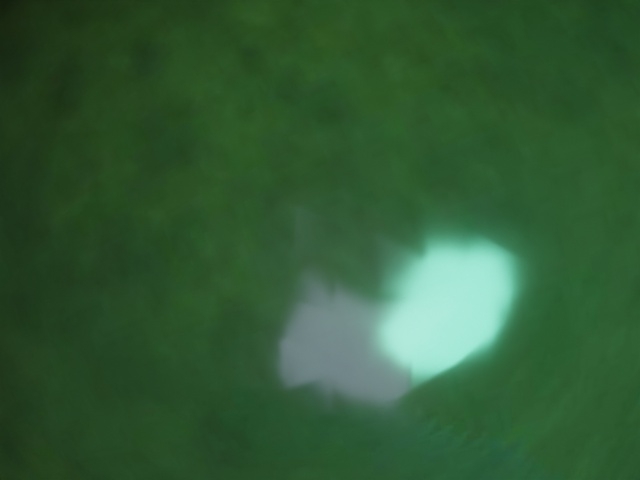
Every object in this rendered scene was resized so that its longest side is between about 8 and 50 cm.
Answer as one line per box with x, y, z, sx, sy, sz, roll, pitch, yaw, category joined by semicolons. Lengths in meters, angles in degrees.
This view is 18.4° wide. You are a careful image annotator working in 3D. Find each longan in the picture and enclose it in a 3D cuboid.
0.000;0.000;0.688;0.319;0.319;0.318;-3;119;-6;longan
